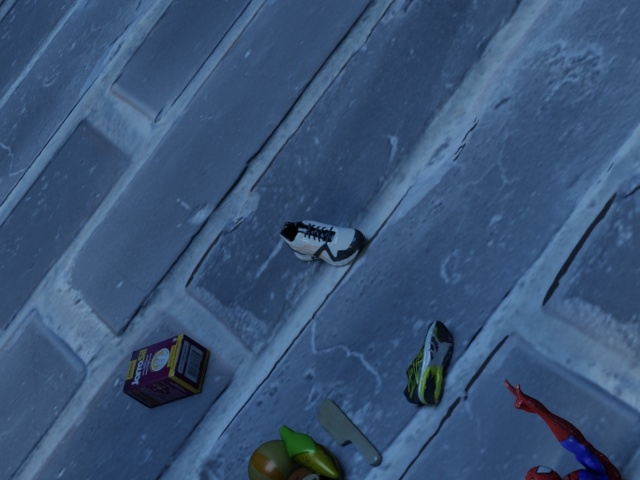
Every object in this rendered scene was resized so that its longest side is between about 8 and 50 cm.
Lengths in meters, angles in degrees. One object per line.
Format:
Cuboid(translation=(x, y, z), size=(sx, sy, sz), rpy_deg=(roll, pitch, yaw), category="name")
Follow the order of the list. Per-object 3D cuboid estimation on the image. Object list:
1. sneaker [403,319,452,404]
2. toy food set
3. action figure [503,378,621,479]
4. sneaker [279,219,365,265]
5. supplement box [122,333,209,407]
Cuboid(translation=(0.094, 0.111, 1.383), size=(0.035, 0.031, 0.083), rpy_deg=(-14, 49, 43), category="sneaker")
Cuboid(translation=(-0.036, 0.239, 1.413), size=(0.192, 0.038, 0.132), rpy_deg=(-52, 34, 0), category="toy food set")
Cuboid(translation=(0.194, 0.186, 1.081), size=(0.091, 0.139, 0.280), rpy_deg=(-56, 17, -7), category="action figure")
Cuboid(translation=(0.000, 0.000, 1.582), size=(0.109, 0.044, 0.040), rpy_deg=(-2, 56, 46), category="sneaker")
Cuboid(translation=(-0.167, 0.141, 1.649), size=(0.083, 0.043, 0.055), rpy_deg=(-22, 45, 38), category="supplement box")
